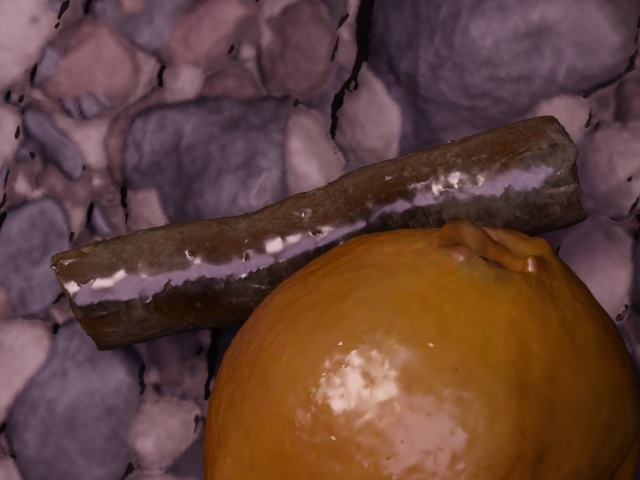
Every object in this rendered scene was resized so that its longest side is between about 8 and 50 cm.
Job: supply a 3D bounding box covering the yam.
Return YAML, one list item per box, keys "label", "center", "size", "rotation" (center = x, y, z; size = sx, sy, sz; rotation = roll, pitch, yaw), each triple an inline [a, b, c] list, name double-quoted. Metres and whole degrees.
- label: "yam"
  center: [0.000, 0.000, 0.638]
  size: [0.253, 0.061, 0.061]
  rotation: [-16, 90, -1]

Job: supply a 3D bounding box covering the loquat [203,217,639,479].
- label: "loquat"
  center: [0.037, 0.095, 0.574]
  size: [0.187, 0.176, 0.234]
  rotation: [-8, 128, -27]
